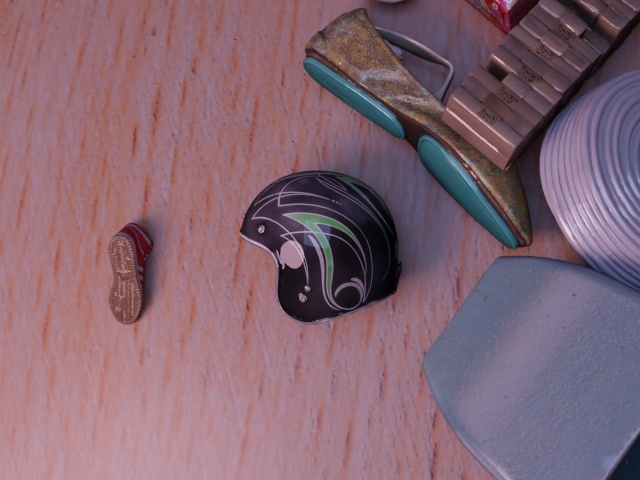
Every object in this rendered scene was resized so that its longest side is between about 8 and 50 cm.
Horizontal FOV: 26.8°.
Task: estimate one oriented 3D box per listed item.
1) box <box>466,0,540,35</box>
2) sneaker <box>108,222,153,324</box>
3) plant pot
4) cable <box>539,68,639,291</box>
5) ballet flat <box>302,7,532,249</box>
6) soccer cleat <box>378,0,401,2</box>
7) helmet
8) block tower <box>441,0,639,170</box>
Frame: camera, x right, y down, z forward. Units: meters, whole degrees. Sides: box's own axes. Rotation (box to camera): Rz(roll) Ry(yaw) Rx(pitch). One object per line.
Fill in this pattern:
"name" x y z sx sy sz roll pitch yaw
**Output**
"box" 0.254 -0.374 1.521 0.128 0.122 0.257 43 92 11
"sneaker" -0.226 0.037 1.604 0.042 0.067 0.118 5 114 8
"plant pot" 0.258 0.153 1.409 0.252 0.247 0.248 37 91 31
"cable" 0.359 -0.057 1.425 0.257 0.089 0.257 -10 75 -31
"ballet flat" 0.134 -0.139 1.524 0.348 0.123 0.123 42 92 13
"soccer cleat" 0.040 -0.440 1.556 0.116 0.143 0.331 -15 81 8
"helmet" 0.000 0.000 1.504 0.169 0.169 0.161 -16 97 8
"block tower" 0.269 -0.221 1.462 0.097 0.091 0.335 41 71 10
